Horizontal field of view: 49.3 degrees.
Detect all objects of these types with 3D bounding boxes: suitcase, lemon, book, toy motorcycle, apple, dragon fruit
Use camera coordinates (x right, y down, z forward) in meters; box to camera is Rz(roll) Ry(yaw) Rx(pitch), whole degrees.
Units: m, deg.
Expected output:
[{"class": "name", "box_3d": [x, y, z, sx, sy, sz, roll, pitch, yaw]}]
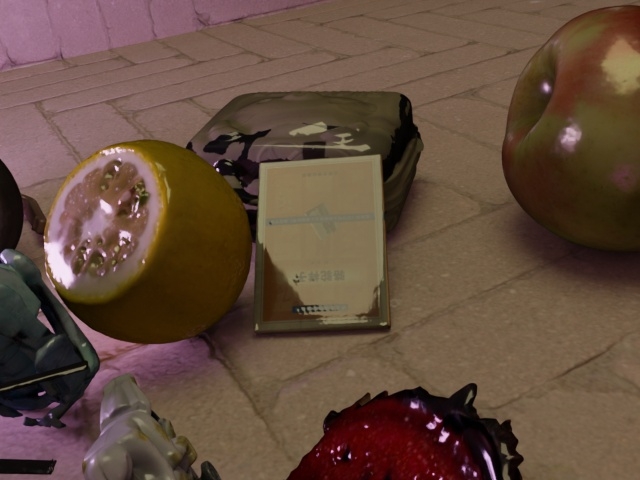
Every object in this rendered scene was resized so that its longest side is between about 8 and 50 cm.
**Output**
[{"class": "suitcase", "box_3d": [-0.028, -0.121, 1.088, 0.351, 0.194, 0.339, 3, 32, 17]}, {"class": "lemon", "box_3d": [-0.191, 0.009, 0.846, 0.240, 0.219, 0.240, -10, 68, 26]}, {"class": "book", "box_3d": [0.000, 0.000, 0.895, 0.170, 0.018, 0.242, -4, 65, 6]}, {"class": "toy motorcycle", "box_3d": [-0.323, 0.088, 0.696, 0.206, 0.260, 0.154, 29, 63, 14]}, {"class": "apple", "box_3d": [0.402, -0.137, 0.910, 0.277, 0.319, 0.319, 17, 29, -5]}, {"class": "dragon fruit", "box_3d": [0.053, 0.239, 0.440, 0.100, 0.282, 0.343, 30, 19, -21]}, {"class": "toy motorcycle", "box_3d": [-0.142, 0.199, 0.570, 0.074, 0.151, 0.229, -31, 39, -1]}]

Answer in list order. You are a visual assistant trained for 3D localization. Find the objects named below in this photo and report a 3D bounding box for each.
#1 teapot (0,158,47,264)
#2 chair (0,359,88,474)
[{"class": "teapot", "box_3d": [-0.590, -0.066, 1.093, 0.300, 0.253, 0.344, 16, 9, -32]}, {"class": "chair", "box_3d": [-0.307, 0.212, 0.574, 0.246, 0.159, 0.172, -9, 25, -6]}]
